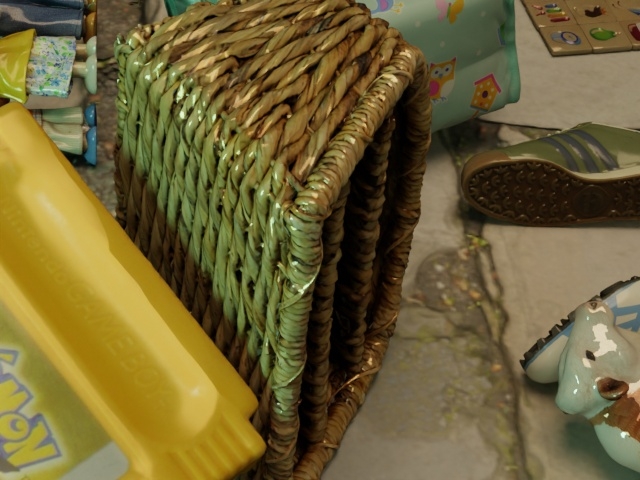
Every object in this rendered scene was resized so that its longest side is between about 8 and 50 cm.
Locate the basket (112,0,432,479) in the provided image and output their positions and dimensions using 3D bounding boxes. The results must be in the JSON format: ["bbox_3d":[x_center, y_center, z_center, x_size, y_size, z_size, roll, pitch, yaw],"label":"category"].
[{"bbox_3d":[0.000,0.000,1.218,0.213,0.299,0.223,-21,46,-29],"label":"basket"}]

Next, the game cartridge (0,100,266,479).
[{"bbox_3d":[-0.228,0.097,1.070,0.324,0.052,0.285,-35,79,-28],"label":"game cartridge"}]

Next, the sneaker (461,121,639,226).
[{"bbox_3d":[0.207,-0.060,1.492,0.192,0.064,0.086,1,34,-6],"label":"sneaker"}]

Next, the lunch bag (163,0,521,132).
[{"bbox_3d":[0.012,-0.190,1.541,0.223,0.160,0.262,-21,37,-23],"label":"lunch bag"}]

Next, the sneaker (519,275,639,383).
[{"bbox_3d":[0.264,0.066,1.344,0.237,0.085,0.086,-17,72,-15],"label":"sneaker"}]

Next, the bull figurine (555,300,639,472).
[{"bbox_3d":[0.307,0.140,1.234,0.188,0.101,0.310,-34,60,-15],"label":"bull figurine"}]

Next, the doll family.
[{"bbox_3d":[-0.270,-0.173,1.509,0.163,0.118,0.263,0,42,-7],"label":"doll family"}]

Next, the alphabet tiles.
[{"bbox_3d":[0.281,-0.259,1.758,0.198,0.009,0.237,-6,43,-13],"label":"alphabet tiles"}]
